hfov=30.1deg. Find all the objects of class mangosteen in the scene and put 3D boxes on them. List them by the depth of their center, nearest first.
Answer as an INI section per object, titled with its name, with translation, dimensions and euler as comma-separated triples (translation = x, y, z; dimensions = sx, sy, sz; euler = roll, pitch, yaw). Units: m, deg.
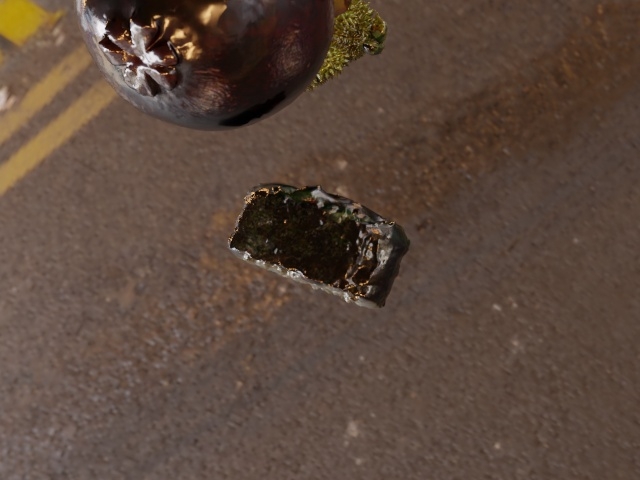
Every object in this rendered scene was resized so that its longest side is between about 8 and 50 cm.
[mangosteen]
translation = -0.117, -0.294, 1.376
dimensions = 0.307, 0.307, 0.347
euler = -12, 31, 41

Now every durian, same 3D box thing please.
[durian]
translation = -0.010, -0.315, 1.781
dimensions = 0.198, 0.159, 0.146
euler = -28, 13, 6

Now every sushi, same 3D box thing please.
[sushi]
translation = 0.000, 0.000, 1.542
dimensions = 0.225, 0.124, 0.127
euler = 19, 85, 12
